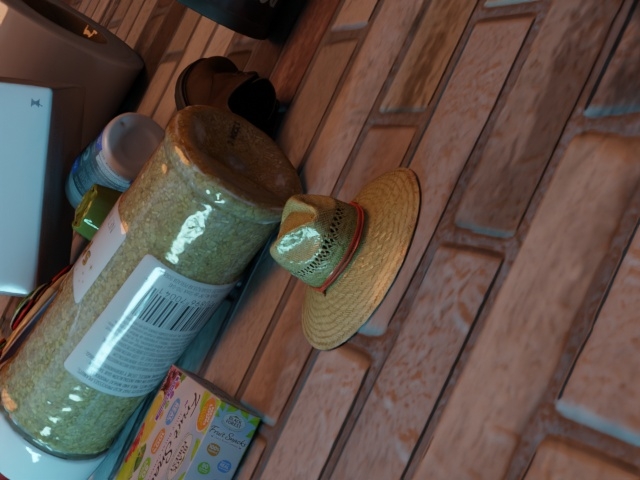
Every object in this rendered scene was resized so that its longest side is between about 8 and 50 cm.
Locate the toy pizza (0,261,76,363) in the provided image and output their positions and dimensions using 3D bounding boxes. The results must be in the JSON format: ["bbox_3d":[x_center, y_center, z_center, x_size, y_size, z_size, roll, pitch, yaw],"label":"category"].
[{"bbox_3d":[-0.304,0.091,1.546,0.201,0.032,0.201,-51,0,0],"label":"toy pizza"}]

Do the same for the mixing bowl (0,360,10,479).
[{"bbox_3d":[-0.294,0.184,1.416,0.181,0.098,0.181,-49,25,33],"label":"mixing bowl"}]

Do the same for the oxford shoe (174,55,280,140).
[{"bbox_3d":[-0.075,-0.113,1.304,0.096,0.083,0.227,-36,28,15],"label":"oxford shoe"}]

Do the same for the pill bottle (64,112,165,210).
[{"bbox_3d":[-0.224,-0.078,1.601,0.137,0.078,0.078,-34,35,53],"label":"pill bottle"}]

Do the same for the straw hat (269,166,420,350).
[{"bbox_3d":[0.000,0.000,0.975,0.144,0.061,0.144,-50,23,30],"label":"straw hat"}]

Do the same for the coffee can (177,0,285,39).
[{"bbox_3d":[-0.069,-0.359,1.391,0.275,0.201,0.201,-58,20,12],"label":"coffee can"}]

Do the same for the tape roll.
[{"bbox_3d":[-0.373,-0.216,1.901,0.169,0.246,0.246,-58,20,13],"label":"tape roll"}]

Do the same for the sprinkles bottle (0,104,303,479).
[{"bbox_3d":[-0.155,0.055,1.203,0.355,0.121,0.121,-51,23,28],"label":"sprinkles bottle"}]

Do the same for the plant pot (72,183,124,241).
[{"bbox_3d":[-0.202,-0.017,1.467,0.083,0.079,0.083,-51,22,31],"label":"plant pot"}]

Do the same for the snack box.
[{"bbox_3d":[-0.098,0.151,1.059,0.100,0.037,0.141,-65,20,-3],"label":"snack box"}]

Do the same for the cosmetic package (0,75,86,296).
[{"bbox_3d":[-0.354,-0.068,1.641,0.225,0.138,0.224,-104,20,-84],"label":"cosmetic package"}]
